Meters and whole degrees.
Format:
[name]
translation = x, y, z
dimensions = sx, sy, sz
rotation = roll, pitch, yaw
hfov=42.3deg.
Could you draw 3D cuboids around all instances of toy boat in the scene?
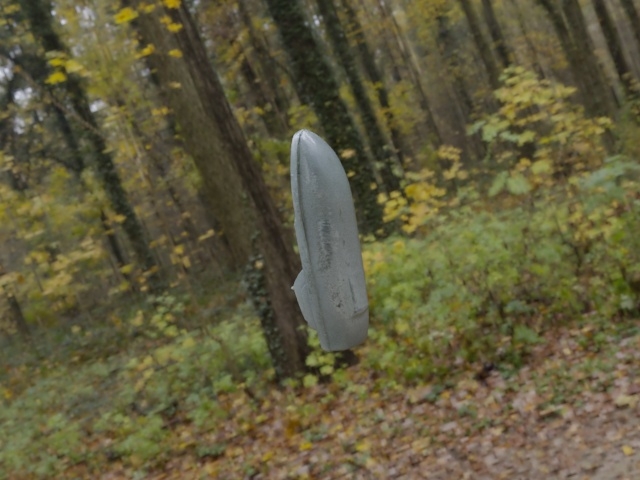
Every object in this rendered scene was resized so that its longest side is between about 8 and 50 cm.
[toy boat]
translation = 0.000, 0.000, 0.962
dimensions = 0.085, 0.260, 0.078
rotation = -2, 14, 35
